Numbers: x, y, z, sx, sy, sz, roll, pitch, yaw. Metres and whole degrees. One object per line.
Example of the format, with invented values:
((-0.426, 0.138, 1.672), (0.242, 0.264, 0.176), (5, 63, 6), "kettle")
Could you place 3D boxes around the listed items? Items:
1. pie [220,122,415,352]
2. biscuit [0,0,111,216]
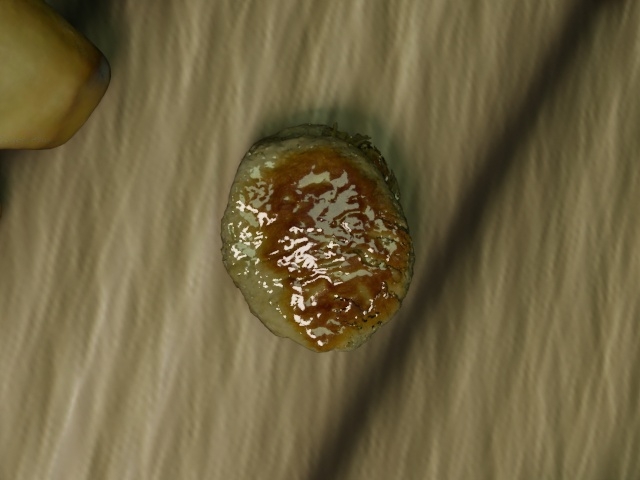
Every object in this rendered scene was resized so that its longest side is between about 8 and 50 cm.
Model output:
((0.000, 0.000, 0.908), (0.163, 0.079, 0.193), (-26, 98, -8), "pie")
((-0.305, -0.114, 0.764), (0.237, 0.062, 0.290), (-52, 134, -5), "biscuit")
